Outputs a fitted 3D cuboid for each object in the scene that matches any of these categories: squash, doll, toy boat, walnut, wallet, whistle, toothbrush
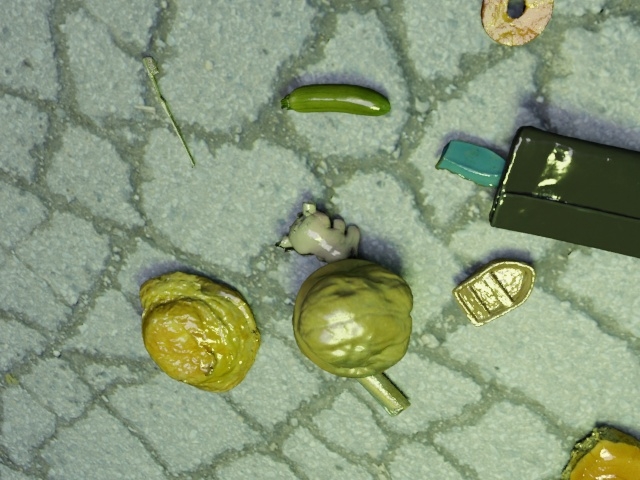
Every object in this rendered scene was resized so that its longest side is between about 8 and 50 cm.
[{"bbox_3d":[0.033,-0.320,1.414,0.258,0.069,0.069,7,108,15],"label":"squash"},{"bbox_3d":[0.000,0.000,1.505,0.192,0.095,0.149,29,114,4],"label":"doll"},{"bbox_3d":[0.406,0.105,1.431,0.188,0.061,0.116,-35,92,23],"label":"toy boat"},{"bbox_3d":[0.348,-0.155,1.371,0.185,0.077,0.075,20,69,11],"label":"toy boat"},{"bbox_3d":[0.073,0.178,1.424,0.277,0.282,0.253,-9,108,-15],"label":"walnut"},{"bbox_3d":[0.573,-0.087,1.282,0.406,0.062,0.228,13,116,4],"label":"wallet"},{"bbox_3d":[0.097,0.319,1.590,0.326,0.057,0.068,46,116,-1],"label":"whistle"},{"bbox_3d":[-0.378,-0.318,1.559,0.028,0.026,0.294,-19,100,6],"label":"toothbrush"}]

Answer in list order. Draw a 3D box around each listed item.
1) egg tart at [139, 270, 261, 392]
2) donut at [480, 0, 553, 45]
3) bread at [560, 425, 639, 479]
[{"bbox_3d":[-0.329,0.255,1.652,0.340,0.153,0.351,-1,107,14],"label":"egg tart"},{"bbox_3d":[0.397,-0.472,1.262,0.152,0.058,0.152,5,108,16],"label":"donut"},{"bbox_3d":[0.664,0.557,1.457,0.174,0.121,0.245,26,110,9],"label":"bread"}]
